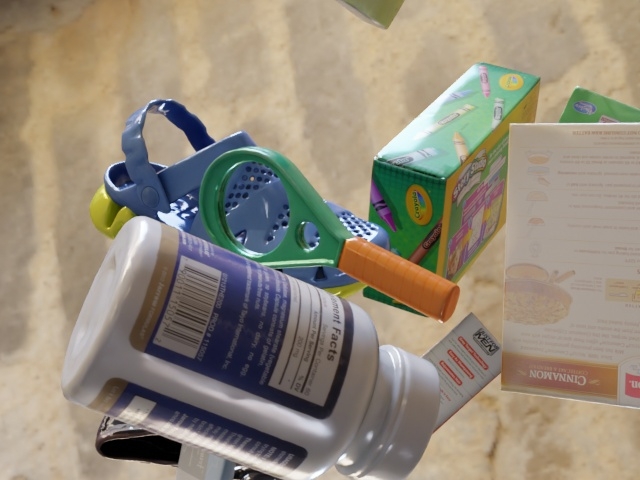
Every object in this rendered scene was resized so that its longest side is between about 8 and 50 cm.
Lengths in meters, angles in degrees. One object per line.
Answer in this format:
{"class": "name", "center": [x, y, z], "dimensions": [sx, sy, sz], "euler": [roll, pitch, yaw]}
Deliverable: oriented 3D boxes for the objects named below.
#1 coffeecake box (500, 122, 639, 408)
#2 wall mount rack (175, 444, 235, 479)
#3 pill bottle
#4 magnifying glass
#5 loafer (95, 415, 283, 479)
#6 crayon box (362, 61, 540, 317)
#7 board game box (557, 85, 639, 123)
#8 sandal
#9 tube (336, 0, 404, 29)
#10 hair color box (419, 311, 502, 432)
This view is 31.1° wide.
{"class": "coffeecake box", "center": [0.201, 0.015, 0.773], "dimensions": [0.142, 0.068, 0.186], "euler": [4, -87, 34]}
{"class": "wall mount rack", "center": [-0.152, 0.260, 1.213], "dimensions": [0.304, 0.130, 0.350], "euler": [4, -98, 61]}
{"class": "pill bottle", "center": [-0.022, 0.043, 0.396], "dimensions": [0.067, 0.120, 0.067], "euler": [-55, -160, 32]}
{"class": "magnifying glass", "center": [0.000, 0.000, 0.845], "dimensions": [0.231, 0.026, 0.092], "euler": [26, -69, 29]}
{"class": "loafer", "center": [-0.130, 0.255, 1.411], "dimensions": [0.095, 0.302, 0.109], "euler": [-60, 153, -58]}
{"class": "crayon box", "center": [0.144, -0.062, 1.226], "dimensions": [0.278, 0.081, 0.165], "euler": [-44, 145, -49]}
{"class": "board game box", "center": [0.369, -0.026, 0.984], "dimensions": [0.046, 0.317, 0.213], "euler": [-63, 155, -1]}
{"class": "sandal", "center": [-0.081, -0.038, 1.057], "dimensions": [0.126, 0.317, 0.138], "euler": [-38, 140, -55]}
{"class": "tube", "center": [0.094, -0.292, 0.958], "dimensions": [0.070, 0.062, 0.240], "euler": [37, -81, 43]}
{"class": "hair color box", "center": [0.134, 0.150, 1.240], "dimensions": [0.072, 0.141, 0.043], "euler": [49, 0, 11]}
